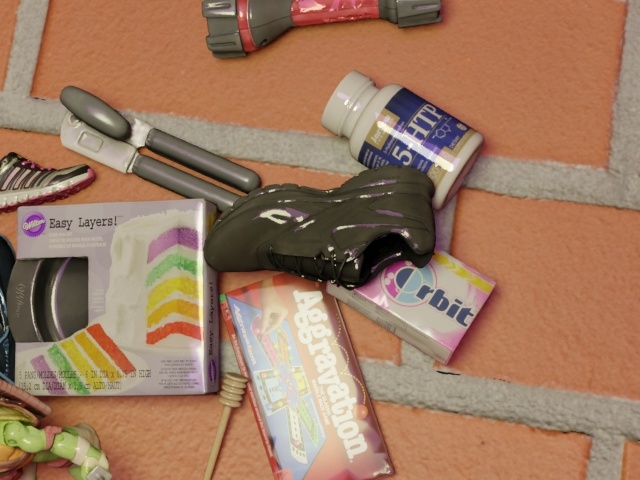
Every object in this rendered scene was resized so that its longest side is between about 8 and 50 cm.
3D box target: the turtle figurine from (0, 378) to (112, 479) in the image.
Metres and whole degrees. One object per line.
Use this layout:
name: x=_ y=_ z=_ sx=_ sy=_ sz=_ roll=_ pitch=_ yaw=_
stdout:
turtle figurine: x=-0.343 y=0.292 z=1.273 sx=0.275 sy=0.266 sz=0.198 roll=39 pitch=86 yaw=11

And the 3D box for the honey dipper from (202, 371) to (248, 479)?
honey dipper: x=-0.124 y=0.244 z=1.371 sx=0.031 sy=0.030 sz=0.160 roll=16 pitch=94 yaw=8

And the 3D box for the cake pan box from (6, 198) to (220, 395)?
cake pan box: x=-0.259 y=0.073 z=1.388 sx=0.267 sy=0.070 sz=0.245 roll=-1 pitch=83 yaw=12

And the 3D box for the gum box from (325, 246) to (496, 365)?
gum box: x=0.106 y=0.055 z=1.362 sx=0.188 sy=0.062 sz=0.107 roll=31 pitch=68 yaw=10

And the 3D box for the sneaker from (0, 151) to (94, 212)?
sneaker: x=-0.382 y=-0.085 z=1.446 sx=0.170 sy=0.063 sz=0.074 roll=-13 pitch=85 yaw=8

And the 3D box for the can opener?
can opener: x=-0.215 y=-0.109 z=1.426 sx=0.280 sy=0.093 sz=0.074 roll=25 pitch=85 yaw=4

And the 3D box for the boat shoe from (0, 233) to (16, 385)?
boat shoe: x=-0.442 y=0.115 z=1.404 sx=0.109 sy=0.089 sz=0.258 roll=-10 pitch=79 yaw=4

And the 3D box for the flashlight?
flashlight: x=0.003 y=-0.301 z=1.427 sx=0.304 sy=0.103 sz=0.103 roll=-4 pitch=79 yaw=6

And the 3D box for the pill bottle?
pill bottle: x=0.100 y=-0.131 z=1.383 sx=0.187 sy=0.112 sz=0.112 roll=32 pitch=85 yaw=10

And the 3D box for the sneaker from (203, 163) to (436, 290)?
sneaker: x=0.000 y=0.000 z=1.298 sx=0.286 sy=0.109 sz=0.130 roll=-14 pitch=56 yaw=9

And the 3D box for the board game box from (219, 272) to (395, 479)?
board game box: x=-0.020 y=0.179 z=1.384 sx=0.145 sy=0.027 sz=0.281 roll=-19 pitch=79 yaw=1
